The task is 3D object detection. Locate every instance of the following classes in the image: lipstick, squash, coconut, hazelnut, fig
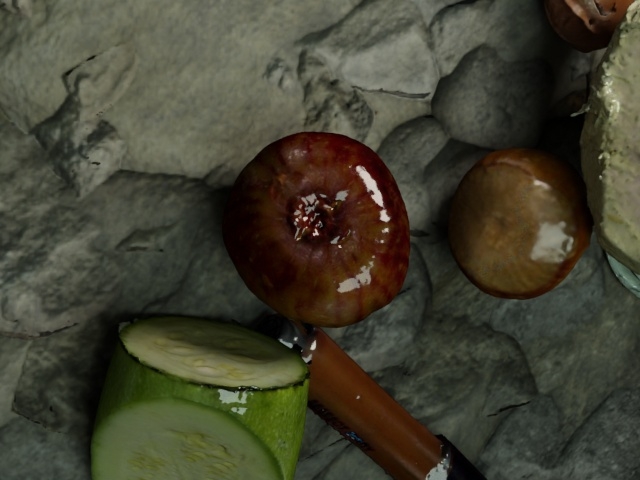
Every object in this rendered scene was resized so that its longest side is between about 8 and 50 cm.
[{"bbox_3d":[0.076,0.205,1.336,0.077,0.077,0.418,-47,123,-2],"label":"lipstick"},{"bbox_3d":[-0.116,0.210,1.165,0.189,0.189,0.261,5,107,-30],"label":"squash"},{"bbox_3d":[0.391,-0.101,1.209,0.254,0.297,0.297,-29,130,-56],"label":"coconut"},{"bbox_3d":[0.197,-0.019,1.280,0.150,0.150,0.150,-11,116,-24],"label":"hazelnut"},{"bbox_3d":[-0.002,-0.007,1.174,0.175,0.207,0.175,0,88,1],"label":"fig"}]

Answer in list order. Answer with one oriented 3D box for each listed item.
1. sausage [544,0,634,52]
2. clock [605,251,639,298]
[{"bbox_3d":[0.222,-0.359,1.157,0.094,0.094,0.419,-6,121,17],"label":"sausage"},{"bbox_3d":[0.422,-0.019,1.394,0.236,0.053,0.237,-2,114,-5],"label":"clock"}]
